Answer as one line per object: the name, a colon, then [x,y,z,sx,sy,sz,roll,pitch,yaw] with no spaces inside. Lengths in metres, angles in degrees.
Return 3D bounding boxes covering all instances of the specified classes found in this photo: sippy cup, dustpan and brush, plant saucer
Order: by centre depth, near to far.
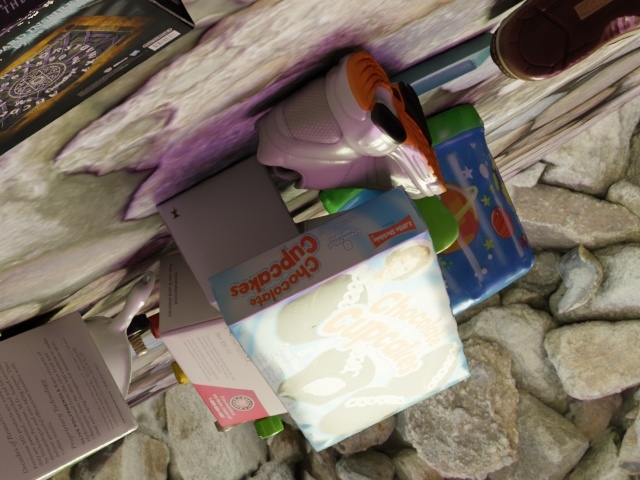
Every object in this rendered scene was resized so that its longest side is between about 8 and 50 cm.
plant saucer: [0.086,-0.148,1.056,0.192,0.018,0.067,-28,173,-22]
dustpan and brush: [-0.254,0.122,1.298,0.060,0.147,0.211,-1,126,-51]
sippy cup: [0.152,-0.020,1.433,0.305,0.224,0.240,-25,172,-45]

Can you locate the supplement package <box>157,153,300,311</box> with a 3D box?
supplement package: [-0.078,0.001,1.074,0.105,0.105,0.179,-28,173,-3]

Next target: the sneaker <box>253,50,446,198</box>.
sneaker: [0.025,-0.083,0.959,0.121,0.099,0.262,-20,163,17]

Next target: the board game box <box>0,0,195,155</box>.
board game box: [-0.158,-0.069,0.510,0.186,0.026,0.126,-31,174,10]

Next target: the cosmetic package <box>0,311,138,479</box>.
cosmetic package: [-0.395,0.219,1.124,0.197,0.155,0.365,-31,176,40]

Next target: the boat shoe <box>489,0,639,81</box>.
boat shoe: [0.267,-0.226,1.021,0.257,0.095,0.095,-23,-173,-6]

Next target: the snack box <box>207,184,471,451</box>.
snack box: [0.032,0.087,1.060,0.187,0.060,0.322,-26,148,0]

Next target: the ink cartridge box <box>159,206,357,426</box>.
ink cartridge box: [-0.015,0.087,1.257,0.283,0.117,0.207,-14,138,8]

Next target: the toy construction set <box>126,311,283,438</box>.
toy construction set: [-0.102,0.148,1.529,0.309,0.237,0.257,-24,171,-47]
